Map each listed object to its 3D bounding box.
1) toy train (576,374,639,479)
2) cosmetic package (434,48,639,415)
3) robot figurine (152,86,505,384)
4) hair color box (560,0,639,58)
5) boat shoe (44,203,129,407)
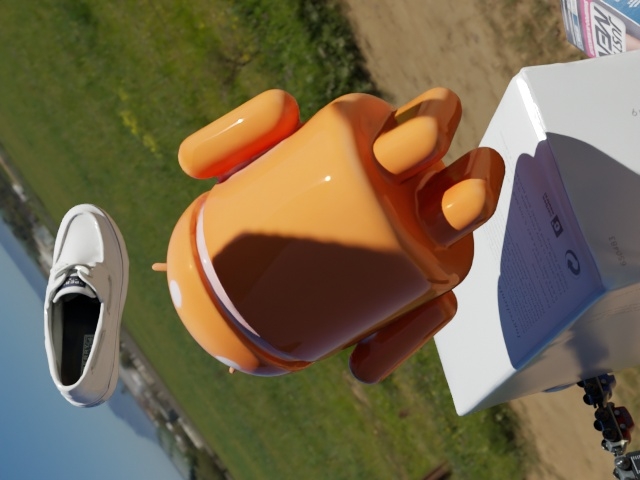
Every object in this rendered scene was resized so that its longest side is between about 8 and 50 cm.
[{"bbox_3d":[0.281,0.176,0.887,0.158,0.036,0.027,-101,-2,-45],"label":"toy train"},{"bbox_3d":[0.221,0.008,0.730,0.385,0.217,0.156,107,148,-69],"label":"cosmetic package"},{"bbox_3d":[0.001,0.002,0.542,0.158,0.219,0.128,27,-139,-45],"label":"robot figurine"},{"bbox_3d":[0.489,-0.263,1.266,0.347,0.105,0.174,46,178,31],"label":"hair color box"},{"bbox_3d":[-0.281,0.065,1.108,0.084,0.095,0.258,75,-176,-67],"label":"boat shoe"}]
